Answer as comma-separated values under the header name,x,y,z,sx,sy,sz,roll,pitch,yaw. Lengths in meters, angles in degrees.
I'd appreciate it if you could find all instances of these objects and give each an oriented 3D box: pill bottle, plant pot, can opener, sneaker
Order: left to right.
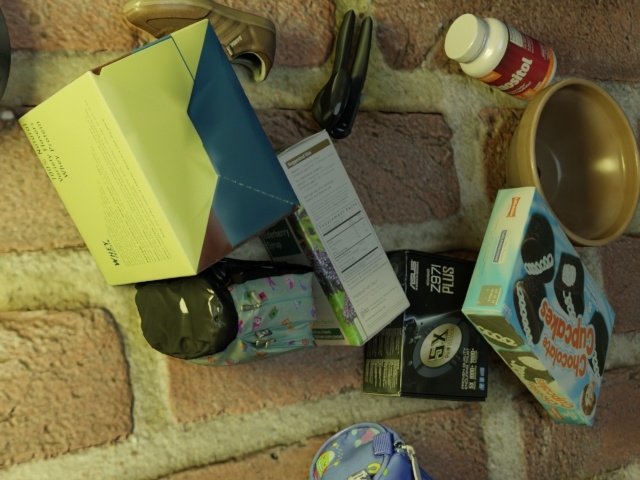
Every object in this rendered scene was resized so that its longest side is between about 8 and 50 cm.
name,x,y,z,sx,sy,sz,roll,pitch,yaw
sneaker,-0.129,-0.225,1.014,0.188,0.066,0.071,3,84,-34
can opener,0.036,-0.209,1.134,0.059,0.073,0.186,28,60,-21
pill bottle,0.251,-0.259,1.272,0.152,0.086,0.086,17,75,-32
plant pot,0.345,-0.104,1.305,0.237,0.109,0.237,6,80,-35

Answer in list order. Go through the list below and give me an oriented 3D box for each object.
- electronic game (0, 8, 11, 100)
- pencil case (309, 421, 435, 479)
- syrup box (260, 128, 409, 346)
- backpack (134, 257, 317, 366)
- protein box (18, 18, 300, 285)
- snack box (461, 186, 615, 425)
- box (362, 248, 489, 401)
name,x,y,z,sx,sy,sz,roll,pitch,yaw
electronic game,-0.400,-0.185,0.829,0.229,0.048,0.229,6,80,-35
pencil case,0.121,0.341,1.083,0.306,0.133,0.119,48,28,-22
syrup box,0.000,0.000,1.060,0.096,0.093,0.237,-35,104,-32
backpack,-0.088,0.076,0.973,0.182,0.152,0.115,-2,91,-47
protein box,-0.162,-0.077,0.890,0.136,0.201,0.200,-34,104,-33
snack box,0.306,0.097,1.225,0.322,0.060,0.187,46,55,-40
box,0.137,0.111,1.152,0.147,0.077,0.180,11,78,-33
